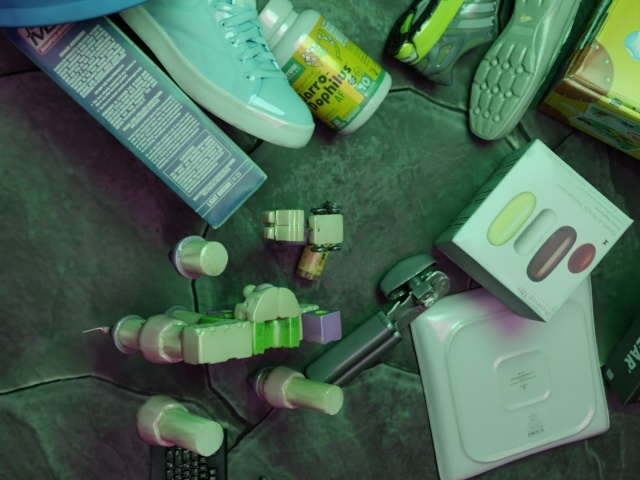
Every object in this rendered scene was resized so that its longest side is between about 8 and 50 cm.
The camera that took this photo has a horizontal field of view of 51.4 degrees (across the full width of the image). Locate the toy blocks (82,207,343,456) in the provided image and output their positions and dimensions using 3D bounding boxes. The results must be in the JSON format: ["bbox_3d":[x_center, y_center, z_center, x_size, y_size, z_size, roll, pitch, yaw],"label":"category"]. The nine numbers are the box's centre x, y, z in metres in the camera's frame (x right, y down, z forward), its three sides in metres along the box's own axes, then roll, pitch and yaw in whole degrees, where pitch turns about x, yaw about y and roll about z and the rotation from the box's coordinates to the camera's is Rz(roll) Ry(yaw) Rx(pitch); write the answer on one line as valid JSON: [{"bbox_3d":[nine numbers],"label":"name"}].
[{"bbox_3d":[-0.147,0.109,0.956,0.289,0.260,0.308,-3,93,-45],"label":"toy blocks"}]

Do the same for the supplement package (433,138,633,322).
[{"bbox_3d":[0.326,-0.012,1.050,0.194,0.149,0.203,40,88,1],"label":"supplement package"}]

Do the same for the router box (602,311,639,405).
[{"bbox_3d":[0.656,0.149,1.129,0.243,0.081,0.308,-7,136,-13],"label":"router box"}]

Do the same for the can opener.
[{"bbox_3d":[0.088,0.133,1.088,0.283,0.095,0.076,-38,143,0],"label":"can opener"}]

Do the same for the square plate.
[{"bbox_3d":[0.349,0.237,1.168,0.347,0.049,0.343,-14,101,-11],"label":"square plate"}]

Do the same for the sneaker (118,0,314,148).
[{"bbox_3d":[-0.129,-0.276,0.856,0.366,0.135,0.150,43,120,7],"label":"sneaker"}]

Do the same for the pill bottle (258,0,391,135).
[{"bbox_3d":[-0.008,-0.259,0.971,0.208,0.117,0.117,38,89,-16],"label":"pill bottle"}]

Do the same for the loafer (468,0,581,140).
[{"bbox_3d":[0.334,-0.306,1.050,0.111,0.112,0.319,4,114,-47],"label":"loafer"}]

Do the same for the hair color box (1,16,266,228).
[{"bbox_3d":[-0.236,-0.179,0.899,0.105,0.174,0.347,-45,105,0],"label":"hair color box"}]

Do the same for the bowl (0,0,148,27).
[{"bbox_3d":[-0.300,-0.374,0.775,0.391,0.391,0.077,-16,139,-11],"label":"bowl"}]

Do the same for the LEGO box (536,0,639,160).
[{"bbox_3d":[0.658,-0.266,1.002,0.500,0.193,0.372,29,91,7],"label":"LEGO box"}]

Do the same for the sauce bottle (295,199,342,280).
[{"bbox_3d":[0.000,0.000,1.051,0.042,0.042,0.128,20,95,-15],"label":"sauce bottle"}]

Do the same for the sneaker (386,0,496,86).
[{"bbox_3d":[0.230,-0.372,1.030,0.121,0.111,0.300,39,91,-30],"label":"sneaker"}]

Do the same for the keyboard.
[{"bbox_3d":[-0.173,0.462,1.087,0.202,0.033,0.317,-1,99,-14],"label":"keyboard"}]
